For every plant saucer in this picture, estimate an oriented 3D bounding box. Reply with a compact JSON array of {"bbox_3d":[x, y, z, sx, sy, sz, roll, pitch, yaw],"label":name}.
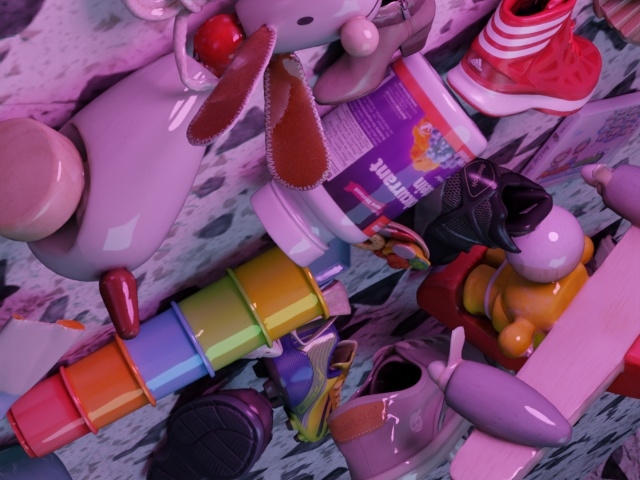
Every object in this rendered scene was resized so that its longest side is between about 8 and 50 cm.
[{"bbox_3d":[0.000,0.000,1.443,0.067,0.018,0.192,-29,159,-12],"label":"plant saucer"}]

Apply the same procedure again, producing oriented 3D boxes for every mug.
[{"bbox_3d":[-0.316,0.263,1.448,0.129,0.097,0.158,-28,158,-12],"label":"mug"}]

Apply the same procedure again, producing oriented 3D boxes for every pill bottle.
[{"bbox_3d":[0.038,-0.065,1.227,0.193,0.108,0.108,-38,159,10],"label":"pill bottle"}]

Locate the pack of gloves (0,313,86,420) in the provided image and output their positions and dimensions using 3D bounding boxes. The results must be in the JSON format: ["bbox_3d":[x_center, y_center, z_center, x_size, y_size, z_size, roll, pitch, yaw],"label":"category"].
[{"bbox_3d":[-0.344,0.122,1.204,0.232,0.046,0.195,-46,145,22],"label":"pack of gloves"}]

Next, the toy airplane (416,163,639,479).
[{"bbox_3d":[0.289,0.079,1.550,0.384,0.386,0.272,-20,124,12],"label":"toy airplane"}]

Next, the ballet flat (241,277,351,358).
[{"bbox_3d":[-0.040,0.097,1.528,0.168,0.052,0.057,-28,-171,-15],"label":"ballet flat"}]

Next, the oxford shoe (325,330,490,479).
[{"bbox_3d":[0.130,0.176,1.804,0.169,0.130,0.449,-30,-176,27],"label":"oxford shoe"}]

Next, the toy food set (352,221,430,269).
[{"bbox_3d":[0.074,0.005,1.478,0.082,0.020,0.083,-9,139,48],"label":"toy food set"}]

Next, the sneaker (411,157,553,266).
[{"bbox_3d":[0.164,-0.016,1.478,0.227,0.130,0.087,89,26,-65],"label":"sneaker"}]

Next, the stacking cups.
[{"bbox_3d":[-0.149,0.107,1.364,0.316,0.096,0.096,-28,159,-9],"label":"stacking cups"}]

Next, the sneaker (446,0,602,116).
[{"bbox_3d":[0.214,-0.182,1.265,0.221,0.087,0.128,-24,152,-52],"label":"sneaker"}]

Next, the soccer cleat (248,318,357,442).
[{"bbox_3d":[-0.002,0.167,1.692,0.121,0.093,0.289,-28,158,-2],"label":"soccer cleat"}]

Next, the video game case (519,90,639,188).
[{"bbox_3d":[0.307,-0.113,1.636,0.157,0.019,0.143,-15,152,-39],"label":"video game case"}]

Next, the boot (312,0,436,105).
[{"bbox_3d":[0.038,-0.161,1.124,0.118,0.042,0.087,-33,153,-5],"label":"boot"}]

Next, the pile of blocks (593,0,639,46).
[{"bbox_3d":[0.340,-0.231,1.297,0.149,0.113,0.362,-35,159,2],"label":"pile of blocks"}]

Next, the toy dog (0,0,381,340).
[{"bbox_3d":[-0.088,-0.059,0.985,0.333,0.161,0.220,-45,157,27],"label":"toy dog"}]

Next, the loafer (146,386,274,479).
[{"bbox_3d":[-0.123,0.236,1.694,0.095,0.109,0.302,-41,174,-38],"label":"loafer"}]

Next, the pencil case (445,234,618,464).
[{"bbox_3d":[0.320,0.174,2.087,0.410,0.160,0.183,-41,143,17],"label":"pencil case"}]
